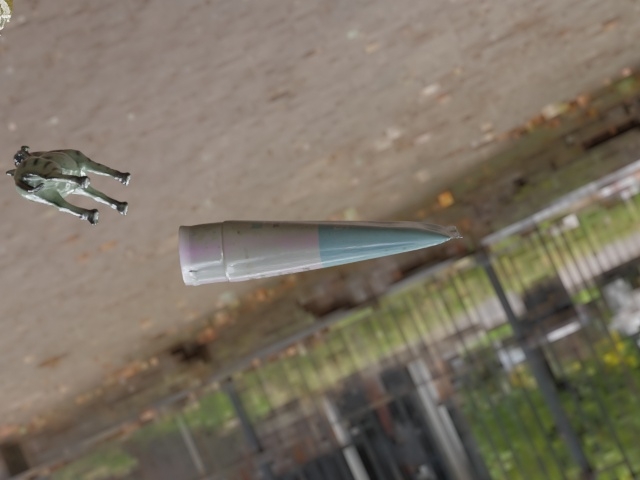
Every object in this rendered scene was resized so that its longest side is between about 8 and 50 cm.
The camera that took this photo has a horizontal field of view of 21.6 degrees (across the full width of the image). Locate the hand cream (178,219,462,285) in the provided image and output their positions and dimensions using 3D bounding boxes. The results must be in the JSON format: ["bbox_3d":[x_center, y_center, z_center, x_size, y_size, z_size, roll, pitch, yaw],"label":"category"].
[{"bbox_3d":[0.000,0.000,1.873,0.312,0.070,0.111,-7,-175,0],"label":"hand cream"}]

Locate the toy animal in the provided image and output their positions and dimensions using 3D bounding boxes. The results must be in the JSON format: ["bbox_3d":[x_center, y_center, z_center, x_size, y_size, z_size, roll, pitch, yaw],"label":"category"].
[{"bbox_3d":[-0.330,-0.078,2.074,0.176,0.073,0.217,15,-172,11],"label":"toy animal"}]

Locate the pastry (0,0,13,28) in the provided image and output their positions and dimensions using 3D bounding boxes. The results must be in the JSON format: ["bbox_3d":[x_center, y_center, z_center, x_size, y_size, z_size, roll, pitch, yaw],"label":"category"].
[{"bbox_3d":[-0.453,-0.333,1.805,0.236,0.256,0.170,-3,154,7],"label":"pastry"}]
